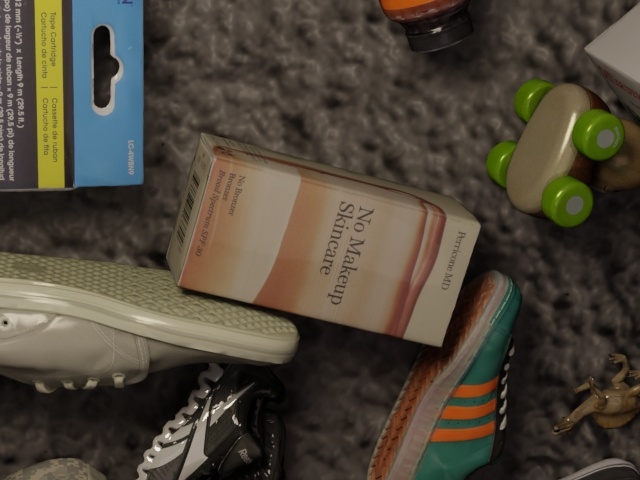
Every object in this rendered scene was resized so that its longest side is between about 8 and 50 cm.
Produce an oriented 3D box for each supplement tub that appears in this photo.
[{"bbox_3d":[0.098,-0.297,1.716,0.106,0.106,0.198,-20,109,-5],"label":"supplement tub"}]

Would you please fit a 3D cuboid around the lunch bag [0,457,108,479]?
[{"bbox_3d":[-0.304,0.382,1.731,0.212,0.305,0.256,38,97,-19],"label":"lunch bag"}]

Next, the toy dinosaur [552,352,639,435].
[{"bbox_3d":[0.356,0.182,1.944,0.183,0.053,0.093,-8,123,-1],"label":"toy dinosaur"}]

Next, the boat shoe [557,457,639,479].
[{"bbox_3d":[0.280,0.332,1.949,0.228,0.076,0.080,-22,109,-4],"label":"boat shoe"}]

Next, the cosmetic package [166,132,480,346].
[{"bbox_3d":[0.000,0.000,1.770,0.296,0.129,0.153,12,102,-15],"label":"cosmetic package"}]

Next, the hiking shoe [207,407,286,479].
[{"bbox_3d":[-0.077,0.302,1.877,0.086,0.114,0.227,9,83,24],"label":"hiking shoe"}]

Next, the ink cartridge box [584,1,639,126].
[{"bbox_3d":[0.431,-0.117,1.778,0.121,0.211,0.289,-38,108,3],"label":"ink cartridge box"}]

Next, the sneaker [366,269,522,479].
[{"bbox_3d":[0.166,0.176,1.872,0.121,0.108,0.302,21,109,-17],"label":"sneaker"}]

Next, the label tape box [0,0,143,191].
[{"bbox_3d":[-0.355,-0.180,1.661,0.347,0.115,0.249,-2,107,-13],"label":"label tape box"}]

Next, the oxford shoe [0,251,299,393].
[{"bbox_3d":[-0.248,0.096,1.734,0.449,0.169,0.130,6,102,-5],"label":"oxford shoe"}]

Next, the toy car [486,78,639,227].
[{"bbox_3d":[0.306,-0.078,1.806,0.188,0.155,0.149,18,102,-28],"label":"toy car"}]

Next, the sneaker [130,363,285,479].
[{"bbox_3d":[-0.119,0.224,1.804,0.106,0.078,0.234,31,84,20],"label":"sneaker"}]
